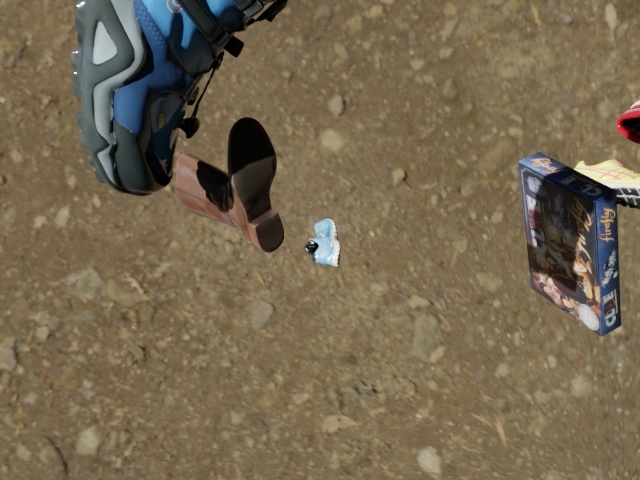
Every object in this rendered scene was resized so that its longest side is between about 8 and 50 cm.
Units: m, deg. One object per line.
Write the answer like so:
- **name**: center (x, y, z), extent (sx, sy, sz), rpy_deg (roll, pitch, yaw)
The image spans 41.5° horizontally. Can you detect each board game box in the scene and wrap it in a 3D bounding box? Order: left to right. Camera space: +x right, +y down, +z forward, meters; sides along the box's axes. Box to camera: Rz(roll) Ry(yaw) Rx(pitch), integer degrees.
- **board game box**: center (0.373, 0.005, 1.264), extent (0.042, 0.243, 0.165), rpy_deg (-25, 34, -16)

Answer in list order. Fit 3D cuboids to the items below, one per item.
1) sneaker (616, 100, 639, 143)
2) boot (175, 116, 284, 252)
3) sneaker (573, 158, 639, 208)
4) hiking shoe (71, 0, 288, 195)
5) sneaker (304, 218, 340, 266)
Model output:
- **sneaker**: center (0.591, -0.178, 1.372), extent (0.221, 0.128, 0.087), rpy_deg (6, 113, 39)
- **boot**: center (-0.076, -0.051, 0.617), extent (0.037, 0.106, 0.114), rpy_deg (-25, 35, -29)
- **sneaker**: center (0.600, -0.124, 1.703), extent (0.209, 0.081, 0.094), rpy_deg (9, 66, 31)
- **hiking shoe**: center (-0.058, -0.148, 0.469), extent (0.132, 0.304, 0.113), rpy_deg (12, 33, -9)
- **sneaker**: center (0.000, 0.000, 1.872), extent (0.073, 0.063, 0.162), rpy_deg (0, 28, -7)
